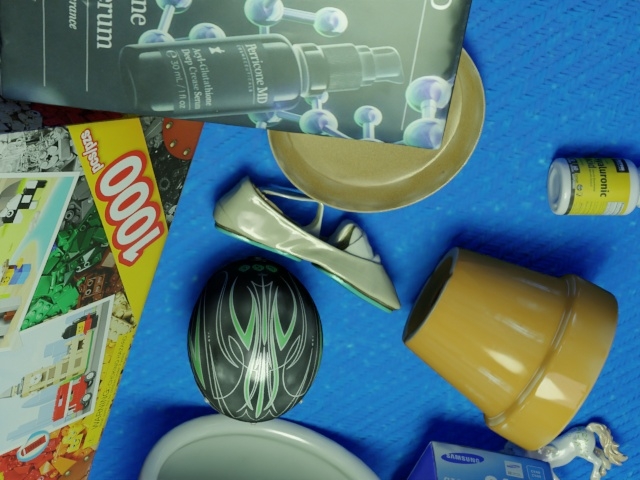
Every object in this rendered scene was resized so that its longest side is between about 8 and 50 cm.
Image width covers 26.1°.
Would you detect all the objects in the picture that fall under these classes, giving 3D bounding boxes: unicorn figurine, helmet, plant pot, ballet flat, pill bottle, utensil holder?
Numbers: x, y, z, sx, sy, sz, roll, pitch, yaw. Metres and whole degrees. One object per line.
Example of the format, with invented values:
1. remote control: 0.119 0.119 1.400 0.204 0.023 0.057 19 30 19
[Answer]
1. unicorn figurine: 0.303 0.281 1.769 0.162 0.060 0.111 -30 108 -6
2. helmet: -0.073 0.115 1.548 0.169 0.161 0.169 -3 122 -5
3. plant pot: 0.058 -0.138 1.484 0.236 0.032 0.236 -4 123 -6
4. ballet flat: 0.000 0.000 1.541 0.248 0.086 0.086 26 115 -21
5. plant pot: 0.204 0.107 1.573 0.188 0.205 0.205 28 115 -6
6. pill bottle: 0.319 -0.060 1.547 0.116 0.065 0.065 0 122 -8
7. utensil holder: -0.110 0.460 1.668 0.327 0.327 0.385 14 120 -15

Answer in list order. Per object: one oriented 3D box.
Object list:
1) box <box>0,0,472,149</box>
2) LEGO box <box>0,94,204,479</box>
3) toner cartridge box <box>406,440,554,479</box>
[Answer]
1. box: -0.066 -0.272 1.184 0.395 0.212 0.293 6 129 -2
2. LEGO box: -0.367 0.054 1.348 0.372 0.193 0.500 -14 134 -46
3. toner cartridge box: 0.155 0.402 1.773 0.165 0.075 0.348 12 131 -16
